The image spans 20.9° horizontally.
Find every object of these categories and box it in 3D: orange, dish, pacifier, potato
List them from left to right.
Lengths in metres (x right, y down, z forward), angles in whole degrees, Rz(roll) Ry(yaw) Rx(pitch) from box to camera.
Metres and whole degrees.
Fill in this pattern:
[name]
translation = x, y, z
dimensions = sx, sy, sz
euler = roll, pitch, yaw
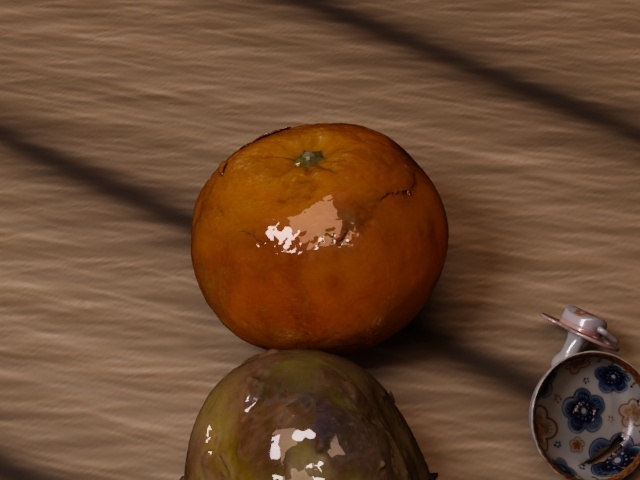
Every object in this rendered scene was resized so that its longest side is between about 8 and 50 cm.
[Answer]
[potato]
translation = -0.022, 0.213, 1.739
dimensions = 0.289, 0.237, 0.301
euler = 31, 63, 27
[orange]
translation = 0.000, 0.000, 1.897
dimensions = 0.284, 0.226, 0.284
euler = -5, 35, 3
[pacifier]
translation = 0.279, 0.115, 1.892
dimensions = 0.099, 0.081, 0.078
euler = 26, 92, 51
[dish]
translation = 0.274, 0.187, 1.832
dimensions = 0.141, 0.078, 0.141
euler = 1, 85, -15
